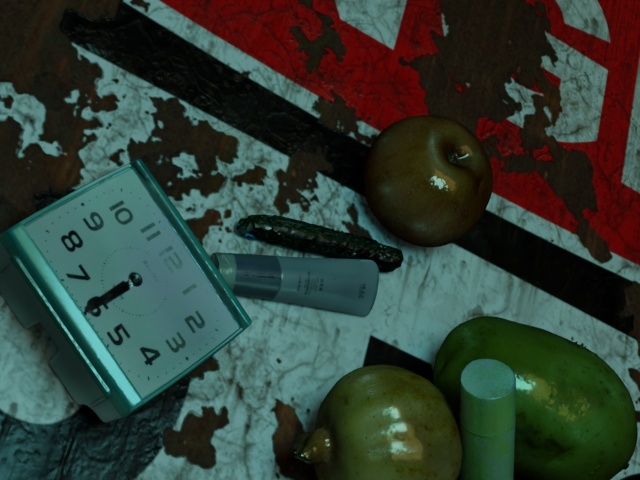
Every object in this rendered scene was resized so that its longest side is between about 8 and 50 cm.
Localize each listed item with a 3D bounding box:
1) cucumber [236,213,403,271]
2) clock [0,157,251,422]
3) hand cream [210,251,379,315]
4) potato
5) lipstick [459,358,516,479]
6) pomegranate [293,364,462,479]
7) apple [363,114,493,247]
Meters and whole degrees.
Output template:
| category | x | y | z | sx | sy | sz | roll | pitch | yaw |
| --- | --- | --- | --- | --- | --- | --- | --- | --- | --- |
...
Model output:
| category | x | y | z | sx | sy | sz | roll | pitch | yaw |
| --- | --- | --- | --- | --- | --- | --- | --- | --- | --- |
| cucumber | 0.000 | 0.000 | 1.739 | 0.257 | 0.043 | 0.044 | 13 | 60 | -26 |
| clock | -0.251 | 0.064 | 1.529 | 0.231 | 0.116 | 0.262 | -36 | 93 | -41 |
| hand cream | -0.032 | 0.055 | 1.693 | 0.255 | 0.048 | 0.079 | 7 | 96 | -30 |
| potato | 0.300 | 0.228 | 1.735 | 0.304 | 0.216 | 0.215 | 20 | 62 | -13 |
| lipstick | 0.219 | 0.287 | 1.625 | 0.076 | 0.304 | 0.076 | -3 | 40 | 2 |
| pomegranate | 0.084 | 0.264 | 1.599 | 0.207 | 0.207 | 0.207 | 12 | 66 | -27 |
| apple | 0.163 | -0.089 | 1.799 | 0.201 | 0.162 | 0.201 | 10 | 67 | -26 |
